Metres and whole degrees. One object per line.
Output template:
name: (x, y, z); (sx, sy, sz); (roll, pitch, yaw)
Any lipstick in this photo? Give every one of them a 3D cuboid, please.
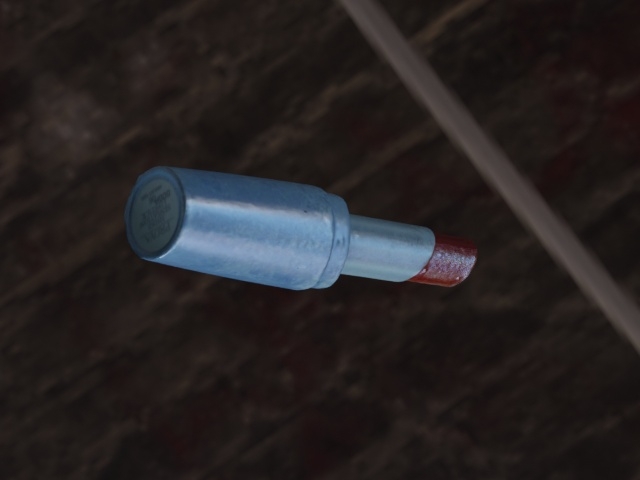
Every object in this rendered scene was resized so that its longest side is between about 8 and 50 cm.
lipstick: (0.000, 0.000, 1.237); (0.274, 0.068, 0.061); (9, 176, -43)
